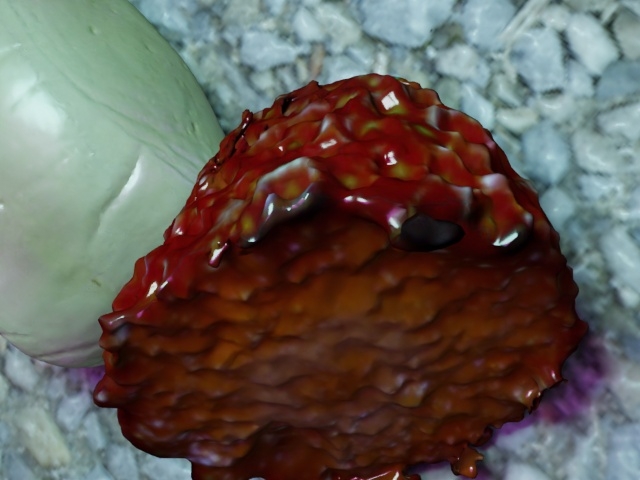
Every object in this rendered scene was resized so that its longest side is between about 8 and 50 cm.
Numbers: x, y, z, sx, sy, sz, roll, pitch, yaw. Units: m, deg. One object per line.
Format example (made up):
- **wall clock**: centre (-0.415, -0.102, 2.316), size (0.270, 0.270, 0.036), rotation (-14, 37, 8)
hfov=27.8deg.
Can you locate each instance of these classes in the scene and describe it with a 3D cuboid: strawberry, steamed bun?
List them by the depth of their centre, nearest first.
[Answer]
- **strawberry**: centre (0.000, 0.000, 0.603), size (0.233, 0.234, 0.178), rotation (-28, 50, 20)
- **steamed bun**: centre (-0.161, -0.055, 0.710), size (0.170, 0.152, 0.239), rotation (-44, 63, 14)
